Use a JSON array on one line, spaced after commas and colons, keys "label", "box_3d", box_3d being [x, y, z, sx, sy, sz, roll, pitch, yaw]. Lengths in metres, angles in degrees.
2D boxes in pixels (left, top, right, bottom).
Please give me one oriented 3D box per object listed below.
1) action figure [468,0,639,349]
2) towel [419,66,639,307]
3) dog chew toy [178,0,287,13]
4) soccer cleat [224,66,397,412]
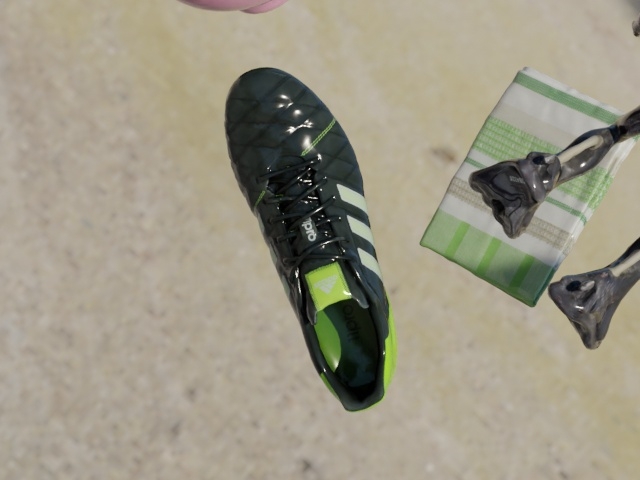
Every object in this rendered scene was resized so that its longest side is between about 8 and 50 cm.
[{"label": "action figure", "box_3d": [0.214, -0.073, 0.961, 0.164, 0.275, 0.141, 54, 5, 0]}, {"label": "towel", "box_3d": [0.150, -0.039, 1.339, 0.113, 0.152, 0.023, 31, 0, 36]}, {"label": "dog chew toy", "box_3d": [-0.090, -0.275, 1.091, 0.206, 0.206, 0.332, -110, 175, -53]}, {"label": "soccer cleat", "box_3d": [0.000, 0.000, 0.928, 0.072, 0.060, 0.179, -96, 166, -75]}]
